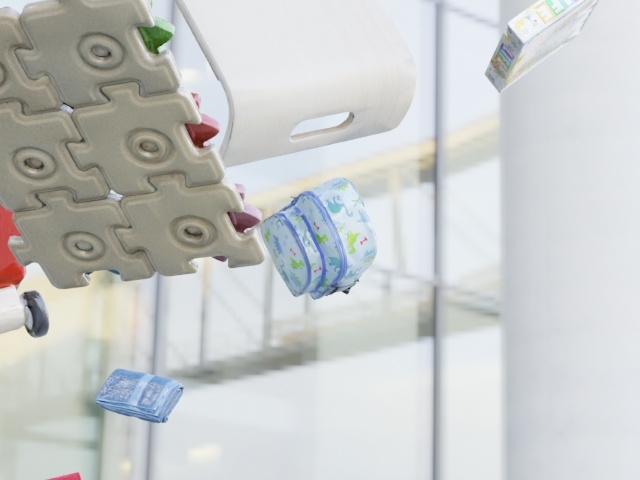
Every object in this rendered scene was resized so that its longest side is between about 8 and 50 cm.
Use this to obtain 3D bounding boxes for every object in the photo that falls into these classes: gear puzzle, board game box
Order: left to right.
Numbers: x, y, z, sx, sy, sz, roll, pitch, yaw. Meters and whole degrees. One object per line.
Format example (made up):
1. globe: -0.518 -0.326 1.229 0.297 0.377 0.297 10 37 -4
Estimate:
1. gear puzzle: -0.161 -0.100 1.075 0.175 0.044 0.339 -8 -45 17
2. board game box: 0.214 -0.201 1.648 0.103 0.026 0.154 -36 -8 -9

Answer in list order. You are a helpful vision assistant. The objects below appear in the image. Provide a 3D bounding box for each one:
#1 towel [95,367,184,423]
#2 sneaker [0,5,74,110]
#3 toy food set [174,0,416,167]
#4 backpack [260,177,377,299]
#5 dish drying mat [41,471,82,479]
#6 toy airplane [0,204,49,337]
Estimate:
1. towel: -0.247 0.210 2.353 0.119 0.067 0.029 8 -33 35
2. sneaker: -0.262 -0.159 1.439 0.115 0.281 0.105 -52 -5 34
3. toy food set: -0.069 -0.217 1.526 0.220 0.306 0.092 -15 -20 -41
4. backpack: 0.000 0.000 1.671 0.084 0.105 0.114 -21 -10 -27
5. dish drying mat: -0.283 0.260 1.773 0.083 0.008 0.032 -14 -62 6
6. toy airplane: -0.427 -0.080 2.075 0.384 0.272 0.386 -43 -40 7
